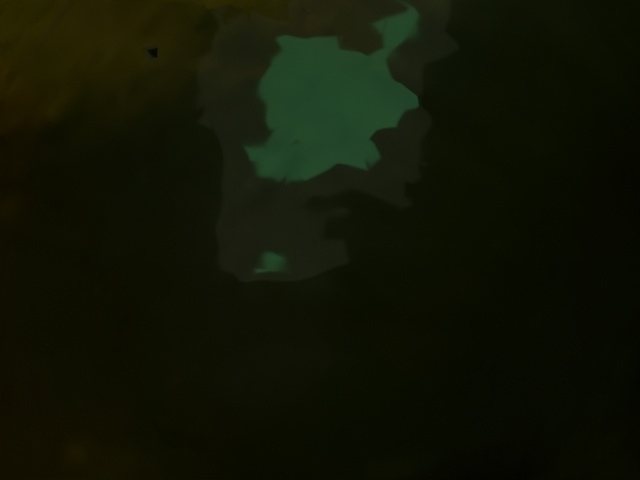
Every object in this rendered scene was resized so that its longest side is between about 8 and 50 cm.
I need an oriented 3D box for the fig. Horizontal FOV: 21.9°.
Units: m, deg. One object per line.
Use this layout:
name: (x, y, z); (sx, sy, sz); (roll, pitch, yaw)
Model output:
fig: (0.000, 0.000, 0.515); (0.316, 0.316, 0.316); (0, 57, 0)
